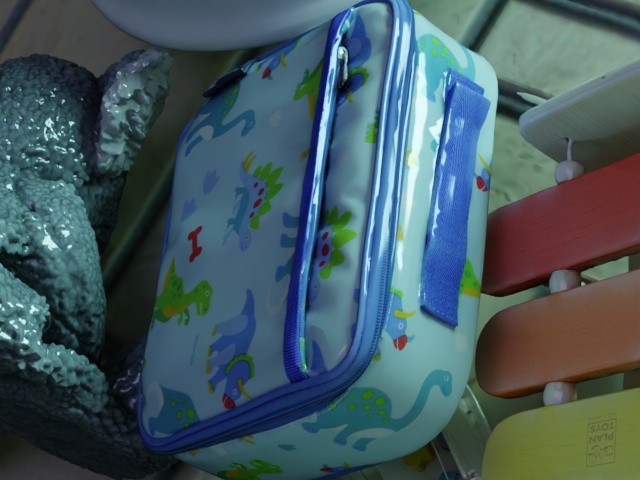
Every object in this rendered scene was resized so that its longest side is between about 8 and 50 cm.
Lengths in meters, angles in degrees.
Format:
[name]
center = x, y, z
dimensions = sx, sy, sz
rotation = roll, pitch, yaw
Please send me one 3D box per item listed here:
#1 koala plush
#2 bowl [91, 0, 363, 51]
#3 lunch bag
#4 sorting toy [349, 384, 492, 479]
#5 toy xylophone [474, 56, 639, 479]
[koala plush]
center = -0.165, -0.011, 0.837
dimensions = 0.196, 0.203, 0.221
rotation = -3, 55, 28
[bowl]
center = -0.030, -0.254, 0.846
dimensions = 0.298, 0.134, 0.298
rotation = -15, 47, 16
[lunch bag]
center = 0.000, 0.000, 0.747
dimensions = 0.176, 0.090, 0.219
rotation = -22, 50, 44
[sorting toy]
center = 0.041, 0.101, 0.745
dimensions = 0.075, 0.045, 0.083
rotation = -37, 54, 19
[toy xylophone]
center = 0.150, 0.072, 0.616
dimensions = 0.236, 0.081, 0.322
rotation = -34, 47, 51
